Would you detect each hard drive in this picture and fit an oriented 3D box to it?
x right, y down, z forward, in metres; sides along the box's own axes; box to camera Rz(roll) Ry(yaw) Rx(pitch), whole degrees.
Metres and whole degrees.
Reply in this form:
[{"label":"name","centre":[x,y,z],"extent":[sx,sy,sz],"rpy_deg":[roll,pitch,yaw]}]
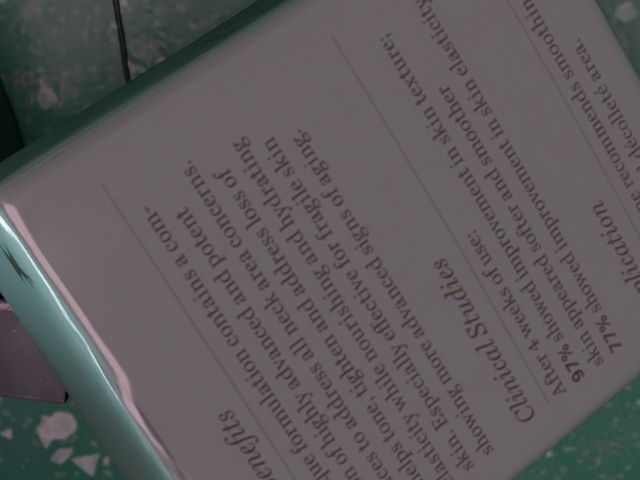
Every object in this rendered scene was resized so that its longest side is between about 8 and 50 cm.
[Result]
[{"label":"hard drive","centre":[-0.293,0.094,1.195],"extent":[0.135,0.022,0.094],"rpy_deg":[7,106,1]}]

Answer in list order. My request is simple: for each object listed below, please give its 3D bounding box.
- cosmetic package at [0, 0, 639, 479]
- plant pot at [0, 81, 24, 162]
[{"label":"cosmetic package","centre":[0.000,0.000,0.931],"extent":[0.394,0.327,0.329],"rpy_deg":[-35,103,-16]},{"label":"plant pot","centre":[-0.342,-0.085,1.080],"extent":[0.166,0.165,0.234],"rpy_deg":[-9,100,5]}]
